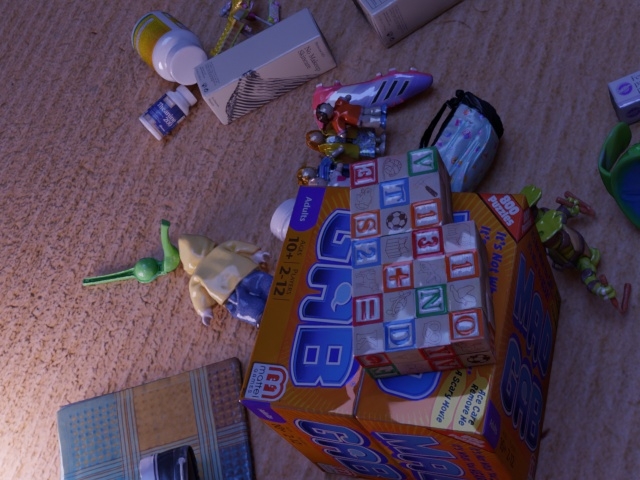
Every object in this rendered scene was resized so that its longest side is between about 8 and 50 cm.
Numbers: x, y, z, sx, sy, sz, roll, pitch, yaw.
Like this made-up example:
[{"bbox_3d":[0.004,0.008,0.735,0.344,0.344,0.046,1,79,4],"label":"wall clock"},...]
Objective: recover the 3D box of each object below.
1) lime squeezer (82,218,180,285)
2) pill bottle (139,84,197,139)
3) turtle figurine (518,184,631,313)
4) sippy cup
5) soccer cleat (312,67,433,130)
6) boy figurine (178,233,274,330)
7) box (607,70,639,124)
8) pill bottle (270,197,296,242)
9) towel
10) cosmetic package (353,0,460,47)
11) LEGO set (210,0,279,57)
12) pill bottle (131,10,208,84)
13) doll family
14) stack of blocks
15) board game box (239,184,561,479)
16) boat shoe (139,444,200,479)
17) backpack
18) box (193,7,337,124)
[{"bbox_3d":[-0.345,0.046,2.002,0.310,0.110,0.059,-30,67,42],"label":"lime squeezer"},{"bbox_3d":[-0.325,-0.278,2.191,0.120,0.067,0.067,-43,55,-4],"label":"pill bottle"},{"bbox_3d":[0.396,-0.007,1.666,0.087,0.217,0.269,-34,46,26],"label":"turtle figurine"},{"bbox_3d":[0.619,-0.132,1.626,0.305,0.240,0.224,34,68,11],"label":"sippy cup"},{"bbox_3d":[0.103,-0.278,2.012,0.248,0.083,0.095,-7,84,16],"label":"soccer cleat"},{"bbox_3d":[-0.174,0.078,1.911,0.285,0.092,0.177,30,77,34],"label":"boy figurine"},{"bbox_3d":[0.669,-0.297,1.781,0.324,0.067,0.063,-21,56,10],"label":"box"},{"bbox_3d":[0.000,0.000,1.868,0.186,0.112,0.112,33,78,34],"label":"pill bottle"},{"bbox_3d":[-0.298,0.378,1.828,0.370,0.040,0.271,-18,58,11],"label":"towel"},{"bbox_3d":[0.216,-0.553,2.090,0.309,0.113,0.160,-31,55,3],"label":"cosmetic package"},{"bbox_3d":[-0.166,-0.456,2.229,0.132,0.107,0.287,-19,53,55],"label":"LEGO set"},{"bbox_3d":[-0.322,-0.413,2.213,0.117,0.117,0.208,-42,42,-4],"label":"pill bottle"},{"bbox_3d":[0.040,-0.148,1.940,0.163,0.118,0.263,3,60,4],"label":"doll family"},{"bbox_3d":[0.134,0.024,1.373,0.171,0.087,0.297,-10,59,16],"label":"stack of blocks"},{"bbox_3d":[0.144,0.161,1.565,0.356,0.356,0.356,4,64,24],"label":"board game box"},{"bbox_3d":[-0.209,0.489,1.672,0.105,0.113,0.306,-20,63,5],"label":"boat shoe"},{"bbox_3d":[0.251,-0.159,1.838,0.115,0.152,0.182,30,82,29],"label":"backpack"},{"bbox_3d":[-0.115,-0.360,2.123,0.275,0.113,0.094,-27,56,8],"label":"box"}]
